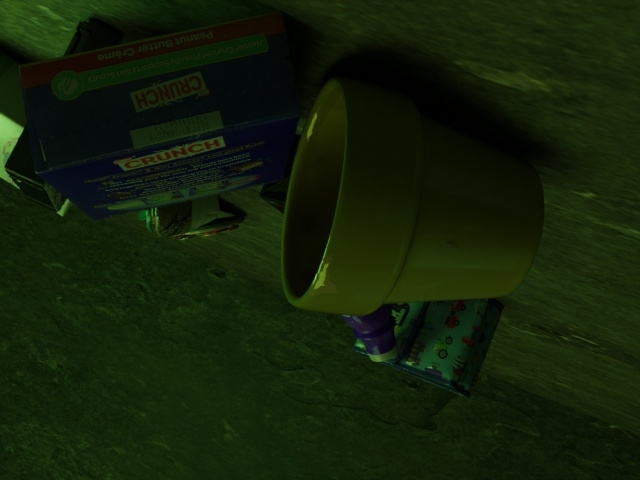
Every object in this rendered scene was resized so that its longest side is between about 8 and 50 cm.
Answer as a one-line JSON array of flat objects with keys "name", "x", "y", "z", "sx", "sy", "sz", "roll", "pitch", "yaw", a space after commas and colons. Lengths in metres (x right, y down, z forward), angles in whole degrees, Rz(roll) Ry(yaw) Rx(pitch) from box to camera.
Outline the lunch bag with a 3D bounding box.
[{"name": "lunch bag", "x": 0.225, "y": 0.190, "z": 1.723, "sx": 0.293, "sy": 0.220, "sz": 0.138, "roll": 17, "pitch": 167, "yaw": 32}]

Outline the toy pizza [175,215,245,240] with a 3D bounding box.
[{"name": "toy pizza", "x": -0.289, "y": -0.030, "z": 1.963, "sx": 0.201, "sy": 0.032, "sz": 0.201, "roll": -10, "pitch": -173, "yaw": 1}]

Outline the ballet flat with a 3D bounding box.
[{"name": "ballet flat", "x": -0.332, "y": -0.089, "z": 1.821, "sx": 0.182, "sy": 0.163, "sz": 0.483, "roll": 4, "pitch": -179, "yaw": -16}]

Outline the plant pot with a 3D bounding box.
[{"name": "plant pot", "x": 0.101, "y": -0.034, "z": 0.851, "sx": 0.239, "sy": 0.253, "sz": 0.254, "roll": 9, "pitch": 173, "yaw": -14}]

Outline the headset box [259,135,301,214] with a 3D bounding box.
[{"name": "headset box", "x": 0.081, "y": -0.035, "z": 1.192, "sx": 0.218, "sy": 0.110, "sz": 0.293, "roll": 16, "pitch": 168, "yaw": 36}]

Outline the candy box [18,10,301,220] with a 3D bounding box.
[{"name": "candy box", "x": -0.172, "y": -0.126, "z": 0.896, "sx": 0.268, "sy": 0.122, "sz": 0.317, "roll": -13, "pitch": 175, "yaw": -8}]

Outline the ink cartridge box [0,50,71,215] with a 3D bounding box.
[{"name": "ink cartridge box", "x": -0.523, "y": -0.182, "z": 1.446, "sx": 0.353, "sy": 0.119, "sz": 0.207, "roll": 33, "pitch": 143, "yaw": -12}]

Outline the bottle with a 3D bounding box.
[{"name": "bottle", "x": 0.092, "y": 0.121, "z": 1.605, "sx": 0.092, "sy": 0.118, "sz": 0.282, "roll": 10, "pitch": 128, "yaw": 51}]

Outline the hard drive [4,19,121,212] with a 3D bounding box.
[{"name": "hard drive", "x": -0.376, "y": -0.172, "z": 1.157, "sx": 0.064, "sy": 0.236, "sz": 0.339, "roll": 25, "pitch": 169, "yaw": -12}]
